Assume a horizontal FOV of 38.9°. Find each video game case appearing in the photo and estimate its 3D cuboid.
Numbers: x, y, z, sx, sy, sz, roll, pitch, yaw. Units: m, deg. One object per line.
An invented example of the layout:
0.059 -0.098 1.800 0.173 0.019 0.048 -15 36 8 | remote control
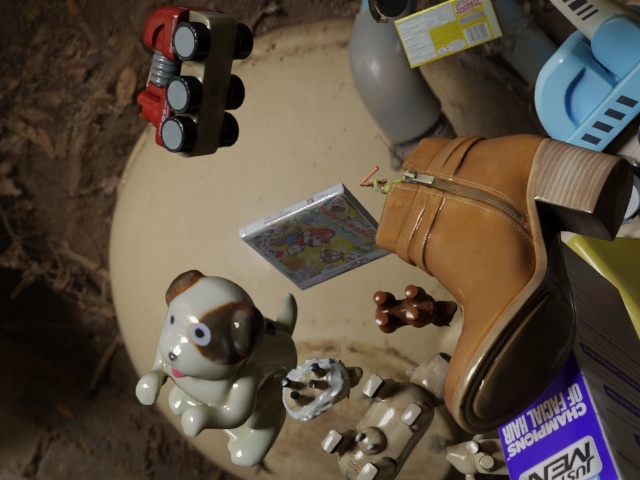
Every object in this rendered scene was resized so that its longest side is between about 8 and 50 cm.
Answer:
0.000 0.000 1.621 0.206 0.026 0.227 -24 143 18 | video game case

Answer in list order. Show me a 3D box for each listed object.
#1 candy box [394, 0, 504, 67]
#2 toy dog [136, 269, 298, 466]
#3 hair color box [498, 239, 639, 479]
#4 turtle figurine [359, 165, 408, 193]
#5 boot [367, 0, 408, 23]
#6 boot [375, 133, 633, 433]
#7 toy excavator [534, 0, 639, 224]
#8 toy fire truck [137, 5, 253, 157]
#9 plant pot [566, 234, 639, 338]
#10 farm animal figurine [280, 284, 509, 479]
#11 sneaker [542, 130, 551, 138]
0.262 -0.434 1.848 0.205 0.027 0.105 -15 103 28 | candy box
-0.188 0.235 1.877 0.395 0.284 0.408 -42 150 -12 | toy dog
0.254 0.149 0.893 0.185 0.339 0.110 35 119 -29 | hair color box
0.241 -0.126 2.008 0.269 0.087 0.217 -16 167 25 | turtle figurine
0.097 -0.469 1.536 0.076 0.137 0.198 -3 94 -5 | boot
0.125 0.018 0.816 0.220 0.283 0.109 15 162 42 | boot
0.439 -0.312 1.417 0.445 0.222 0.433 39 131 3 | toy excavator
-0.228 -0.269 1.430 0.246 0.158 0.217 27 117 34 | toy fire truck
0.462 0.134 1.433 0.212 0.187 0.212 4 129 -38 | plant pot
0.148 0.245 1.274 0.326 0.330 0.172 -38 154 7 | farm animal figurine
0.577 -0.163 1.840 0.286 0.130 0.109 29 131 32 | sneaker
